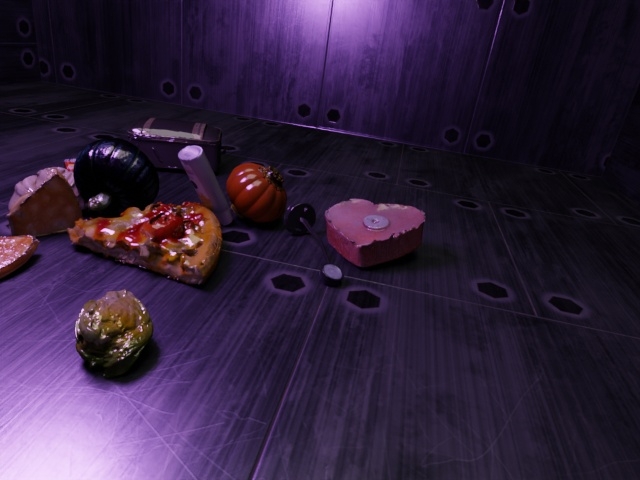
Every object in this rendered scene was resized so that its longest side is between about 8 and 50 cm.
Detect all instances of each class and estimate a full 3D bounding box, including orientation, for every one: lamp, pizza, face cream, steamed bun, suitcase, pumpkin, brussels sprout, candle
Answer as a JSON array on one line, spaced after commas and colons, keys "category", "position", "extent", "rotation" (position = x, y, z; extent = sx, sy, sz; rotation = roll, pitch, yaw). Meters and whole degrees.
[{"category": "lamp", "position": [-0.017, 0.027, 1.395], "extent": [0.130, 0.108, 0.371], "rotation": [6, 37, -33]}, {"category": "pizza", "position": [-0.479, -0.024, 1.261], "extent": [0.407, 0.130, 0.440], "rotation": [2, 25, -18]}, {"category": "pizza", "position": [-0.816, 0.033, 1.120], "extent": [0.196, 0.052, 0.185], "rotation": [14, 32, 3]}, {"category": "lamp", "position": [-0.214, -0.162, 1.551], "extent": [0.223, 0.196, 0.223], "rotation": [42, 17, -16]}, {"category": "face cream", "position": [-0.357, -0.168, 1.449], "extent": [0.073, 0.269, 0.107], "rotation": [-36, 47, -19]}, {"category": "steamed bun", "position": [-0.826, -0.154, 1.410], "extent": [0.218, 0.144, 0.211], "rotation": [8, 25, 2]}, {"category": "suitcase", "position": [-0.630, -0.417, 1.985], "extent": [0.435, 0.194, 0.283], "rotation": [5, 25, -11]}, {"category": "pumpkin", "position": [-0.624, -0.165, 1.367], "extent": [0.248, 0.247, 0.248], "rotation": [7, 25, -3]}, {"category": "brussels sprout", "position": [-0.402, 0.174, 0.897], "extent": [0.139, 0.100, 0.181], "rotation": [9, 21, -23]}, {"category": "pizza", "position": [-0.774, -0.106, 1.270], "extent": [0.188, 0.204, 0.081], "rotation": [-21, 48, -37]}, {"category": "candle", "position": [0.163, -0.013, 1.442], "extent": [0.317, 0.131, 0.287], "rotation": [4, 30, 15]}]

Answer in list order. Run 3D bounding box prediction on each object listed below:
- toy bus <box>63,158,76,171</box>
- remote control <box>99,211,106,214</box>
[{"category": "toy bus", "position": [-0.859, -0.259, 1.715], "extent": [0.174, 0.079, 0.077], "rotation": [-8, 38, -33]}, {"category": "remote control", "position": [-0.707, -0.106, 1.495], "extent": [0.034, 0.016, 0.091], "rotation": [14, 20, -27]}]
